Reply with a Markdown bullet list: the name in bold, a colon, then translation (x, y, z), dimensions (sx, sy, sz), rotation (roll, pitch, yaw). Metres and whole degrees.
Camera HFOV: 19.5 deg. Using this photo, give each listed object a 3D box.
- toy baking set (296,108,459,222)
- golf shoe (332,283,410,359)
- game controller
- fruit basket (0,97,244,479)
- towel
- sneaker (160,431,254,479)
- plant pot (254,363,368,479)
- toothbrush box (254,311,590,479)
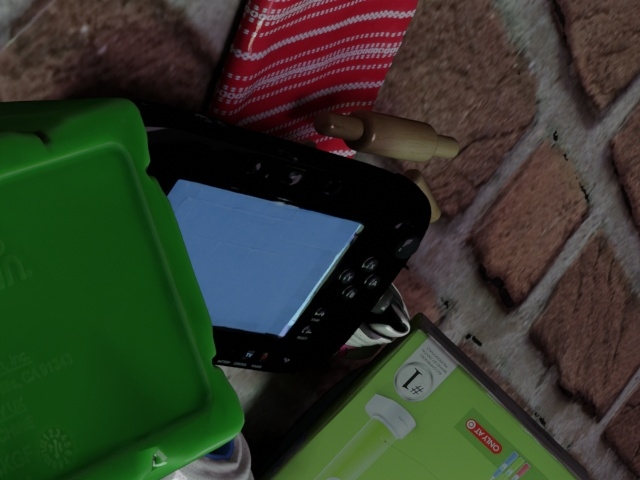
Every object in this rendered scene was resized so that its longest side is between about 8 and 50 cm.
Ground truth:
- **toy baking set**: translation (0.004, -0.006, 1.320), dimensions (0.256, 0.030, 0.197), rotation (13, 109, -55)
- **golf shoe**: translation (0.033, 0.065, 1.513), dimensions (0.067, 0.086, 0.186), rotation (-52, 159, -11)
- **game controller**: translation (-0.062, 0.006, 1.185), dimensions (0.319, 0.067, 0.166), rotation (13, 110, -48)
- **fruit basket**: translation (-0.267, 0.101, 0.857), dimensions (0.392, 0.283, 0.392), rotation (-19, -177, 1)
- **towel**: translation (-0.007, -0.108, 1.262), dimensions (0.199, 0.031, 0.275), rotation (-21, 141, -51)
- **sneaker**: translation (-0.180, 0.224, 1.311), dimensions (0.323, 0.130, 0.236), rotation (-15, 121, -42)
- **plant pot**: translation (0.067, 0.282, 1.742), dimensions (0.290, 0.195, 0.290), rotation (-43, 155, -26)
- **toothbrush box**: translation (0.059, 0.234, 1.559), dimensions (0.283, 0.206, 0.122), rotation (-47, -179, 5)
